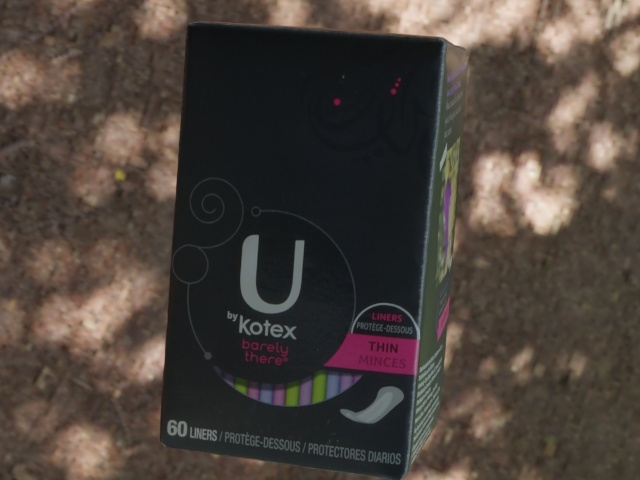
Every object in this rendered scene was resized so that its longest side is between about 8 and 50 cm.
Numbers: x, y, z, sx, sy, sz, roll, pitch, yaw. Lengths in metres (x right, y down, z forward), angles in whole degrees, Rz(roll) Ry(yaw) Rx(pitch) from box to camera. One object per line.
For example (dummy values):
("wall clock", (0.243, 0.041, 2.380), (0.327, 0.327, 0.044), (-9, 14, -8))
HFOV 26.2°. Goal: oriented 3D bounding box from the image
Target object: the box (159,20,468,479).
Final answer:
("box", (0.000, 0.000, 0.897), (0.143, 0.165, 0.270), (-21, 115, -77))
